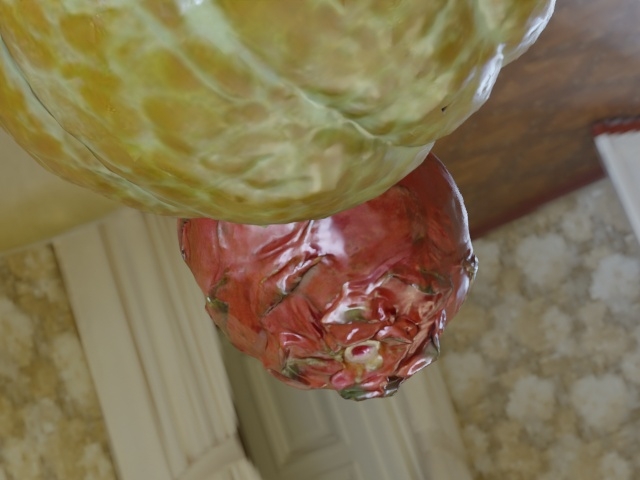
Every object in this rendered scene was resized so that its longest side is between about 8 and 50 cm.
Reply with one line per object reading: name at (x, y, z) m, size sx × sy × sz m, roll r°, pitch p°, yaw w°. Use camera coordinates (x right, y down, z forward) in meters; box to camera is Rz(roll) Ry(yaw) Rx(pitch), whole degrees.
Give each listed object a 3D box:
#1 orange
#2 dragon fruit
orange at (-0.020, -0.157, 0.607) m, size 0.249 × 0.329 × 0.329 m, roll 35°, pitch 131°, yaw -29°
dragon fruit at (0.007, 0.007, 1.060) m, size 0.241 × 0.241 × 0.252 m, roll -16°, pitch -161°, yaw -14°
